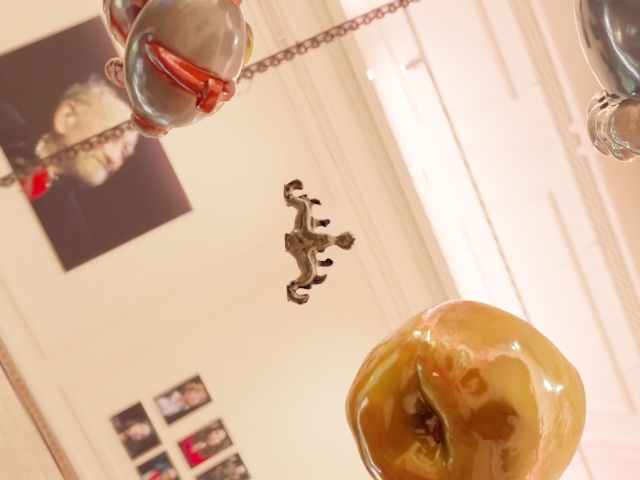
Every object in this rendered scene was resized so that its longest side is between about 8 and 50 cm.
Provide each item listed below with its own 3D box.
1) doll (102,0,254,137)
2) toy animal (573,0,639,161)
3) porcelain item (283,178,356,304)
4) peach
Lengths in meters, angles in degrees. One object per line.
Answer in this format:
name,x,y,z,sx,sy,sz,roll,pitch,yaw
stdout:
doll,-0.103,-0.148,0.593,0.142,0.076,0.245,-58,-141,20
toy animal,0.242,-0.135,0.547,0.208,0.156,0.204,-51,134,-63
porcelain item,0.000,0.000,0.889,0.021,0.075,0.136,93,-5,-70
peach,0.199,0.228,1.133,0.289,0.308,0.289,0,-90,34
